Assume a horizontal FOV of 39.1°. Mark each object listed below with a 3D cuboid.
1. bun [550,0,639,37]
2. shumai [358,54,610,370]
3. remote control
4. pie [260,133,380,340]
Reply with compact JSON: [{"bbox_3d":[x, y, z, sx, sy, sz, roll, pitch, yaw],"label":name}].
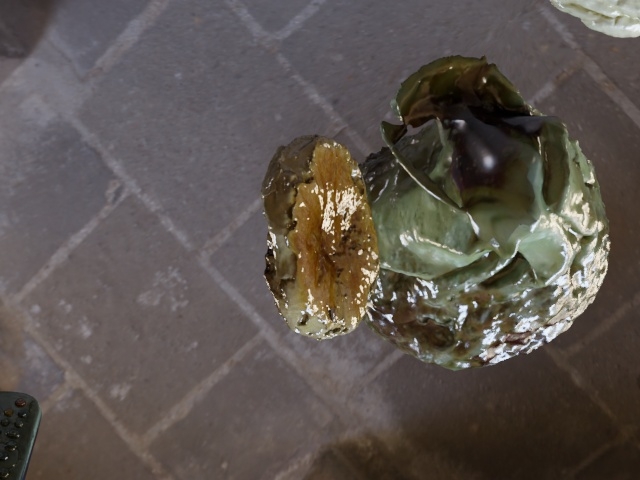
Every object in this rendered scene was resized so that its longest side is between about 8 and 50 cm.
[{"bbox_3d":[0.344,-0.328,1.045,0.221,0.134,0.220,2,74,-8],"label":"bun"},{"bbox_3d":[0.209,-0.032,1.156,0.395,0.348,0.395,0,74,0],"label":"shumai"},{"bbox_3d":[-0.308,0.229,0.817,0.072,0.222,0.042,6,132,-5],"label":"remote control"},{"bbox_3d":[0.000,0.000,0.843,0.046,0.195,0.195,-6,103,30],"label":"pie"}]
